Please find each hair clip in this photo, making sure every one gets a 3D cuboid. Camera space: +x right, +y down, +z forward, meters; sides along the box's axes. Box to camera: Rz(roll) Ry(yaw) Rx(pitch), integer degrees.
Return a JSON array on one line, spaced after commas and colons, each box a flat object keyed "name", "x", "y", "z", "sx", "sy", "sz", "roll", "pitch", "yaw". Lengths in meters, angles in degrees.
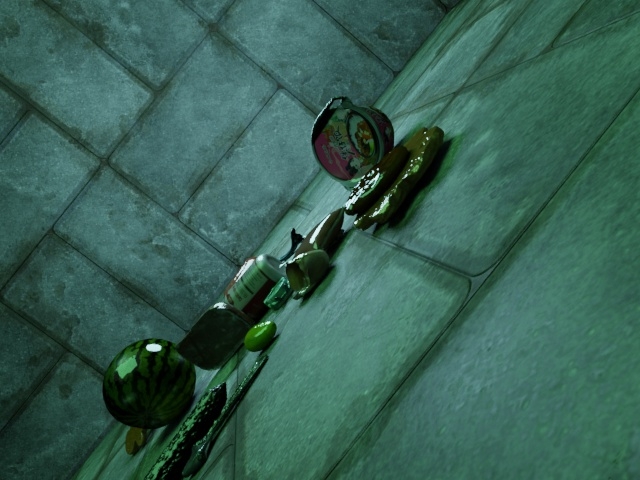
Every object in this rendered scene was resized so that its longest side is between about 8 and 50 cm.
[{"name": "hair clip", "x": -0.120, "y": 0.038, "z": 2.326, "sx": 0.229, "sy": 0.070, "sz": 0.039, "roll": -53, "pitch": 8, "yaw": 47}]

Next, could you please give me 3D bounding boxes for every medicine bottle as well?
[{"name": "medicine bottle", "x": -0.213, "y": 0.168, "z": 1.974, "sx": 0.250, "sy": 0.131, "sz": 0.131, "roll": -48, "pitch": 9, "yaw": 13}]

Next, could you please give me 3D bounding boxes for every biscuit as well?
[{"name": "biscuit", "x": -0.647, "y": 0.662, "z": 2.241, "sx": 0.165, "sy": 0.036, "sz": 0.250, "roll": 43, "pitch": 115, "yaw": 49}, {"name": "biscuit", "x": 0.130, "y": -0.145, "z": 1.488, "sx": 0.212, "sy": 0.036, "sz": 0.212, "roll": -49, "pitch": 9, "yaw": 11}, {"name": "biscuit", "x": 0.192, "y": -0.148, "z": 1.463, "sx": 0.269, "sy": 0.051, "sz": 0.376, "roll": -46, "pitch": 9, "yaw": 37}]

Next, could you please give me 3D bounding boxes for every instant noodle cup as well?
[{"name": "instant noodle cup", "x": 0.123, "y": -0.325, "z": 1.997, "sx": 0.181, "sy": 0.258, "sz": 0.302, "roll": -35, "pitch": -50, "yaw": -51}]

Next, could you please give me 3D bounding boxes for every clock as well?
[{"name": "clock", "x": -0.117, "y": 0.155, "z": 1.830, "sx": 0.101, "sy": 0.041, "sz": 0.135, "roll": -53, "pitch": 9, "yaw": -11}]

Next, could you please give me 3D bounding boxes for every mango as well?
[{"name": "mango", "x": -0.151, "y": 0.243, "z": 1.590, "sx": 0.108, "sy": 0.056, "sz": 0.073, "roll": -44, "pitch": 17, "yaw": 27}]

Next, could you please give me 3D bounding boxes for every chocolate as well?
[{"name": "chocolate", "x": -0.317, "y": 0.284, "z": 1.920, "sx": 0.254, "sy": 0.157, "sz": 0.080, "roll": -46, "pitch": 14, "yaw": 25}]

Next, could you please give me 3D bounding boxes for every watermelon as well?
[{"name": "watermelon", "x": -0.539, "y": 0.455, "z": 1.986, "sx": 0.285, "sy": 0.285, "sz": 0.285, "roll": -49, "pitch": 9, "yaw": 10}]

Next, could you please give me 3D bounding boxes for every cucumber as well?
[{"name": "cucumber", "x": -0.300, "y": 0.456, "z": 1.433, "sx": 0.300, "sy": 0.072, "sz": 0.072, "roll": -54, "pitch": 9, "yaw": -20}]

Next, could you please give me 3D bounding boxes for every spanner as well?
[{"name": "spanner", "x": -0.213, "y": 0.388, "z": 1.411, "sx": 0.325, "sy": 0.026, "sz": 0.093, "roll": -55, "pitch": 10, "yaw": -30}]

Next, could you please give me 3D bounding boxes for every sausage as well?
[{"name": "sausage", "x": -0.244, "y": 0.157, "z": 2.179, "sx": 0.148, "sy": 0.148, "sz": 0.254, "roll": -42, "pitch": 10, "yaw": 47}]

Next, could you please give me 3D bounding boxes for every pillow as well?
[{"name": "pillow", "x": 0.000, "y": 0.000, "z": 1.757, "sx": 0.171, "sy": 0.075, "sz": 0.179, "roll": -56, "pitch": 10, "yaw": -29}]

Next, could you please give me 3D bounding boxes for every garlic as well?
[{"name": "garlic", "x": -0.045, "y": 0.080, "z": 1.614, "sx": 0.124, "sy": 0.099, "sz": 0.174, "roll": -39, "pitch": 2, "yaw": -28}]
